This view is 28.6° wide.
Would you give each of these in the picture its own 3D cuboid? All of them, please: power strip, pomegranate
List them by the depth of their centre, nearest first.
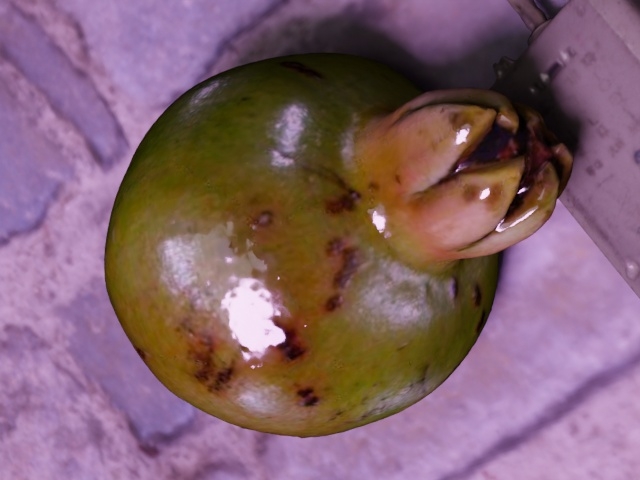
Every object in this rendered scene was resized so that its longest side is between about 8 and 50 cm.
[{"bbox_3d":[0.156,-0.023,0.555,0.268,0.034,0.092,53,133,15],"label":"power strip"},{"bbox_3d":[-0.002,0.013,0.605,0.240,0.159,0.190,13,115,36],"label":"pomegranate"}]
